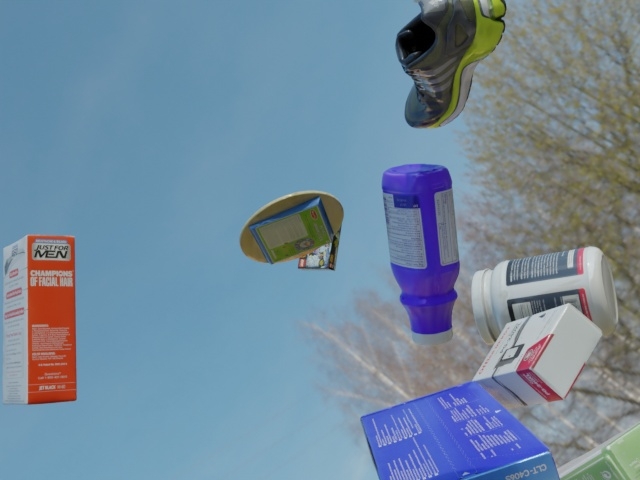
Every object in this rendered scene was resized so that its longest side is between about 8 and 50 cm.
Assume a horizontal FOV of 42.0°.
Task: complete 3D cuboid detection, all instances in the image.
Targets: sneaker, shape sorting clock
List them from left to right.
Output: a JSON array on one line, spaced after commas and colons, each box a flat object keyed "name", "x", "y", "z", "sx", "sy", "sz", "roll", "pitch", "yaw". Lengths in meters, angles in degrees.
[{"name": "shape sorting clock", "x": -0.054, "y": -0.025, "z": 1.565, "sx": 0.206, "sy": 0.040, "sz": 0.206, "roll": -14, "pitch": -32, "yaw": -9}, {"name": "sneaker", "x": 0.161, "y": -0.266, "z": 1.222, "sx": 0.121, "sy": 0.111, "sz": 0.300, "roll": -5, "pitch": -27, "yaw": -13}]

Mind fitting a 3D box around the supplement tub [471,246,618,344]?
[{"name": "supplement tub", "x": 0.481, "y": 0.125, "z": 1.789, "sx": 0.191, "sy": 0.272, "sz": 0.191, "roll": 33, "pitch": -129, "yaw": -55}]

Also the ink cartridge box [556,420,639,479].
[{"name": "ink cartridge box", "x": 0.281, "y": 0.282, "z": 0.943, "sx": 0.171, "sy": 0.056, "sz": 0.235, "roll": -8, "pitch": -31, "yaw": -50}]

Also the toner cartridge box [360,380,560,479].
[{"name": "toner cartridge box", "x": 0.144, "y": 0.248, "z": 0.942, "sx": 0.165, "sy": 0.075, "sz": 0.348, "roll": -19, "pitch": 2, "yaw": 0}]

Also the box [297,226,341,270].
[{"name": "box", "x": 0.000, "y": 0.000, "z": 1.870, "sx": 0.027, "sy": 0.094, "sz": 0.137, "roll": 20, "pitch": -107, "yaw": -45}]

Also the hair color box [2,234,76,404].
[{"name": "hair color box", "x": -0.290, "y": 0.083, "z": 0.860, "sx": 0.053, "sy": 0.093, "sz": 0.167, "roll": 2, "pitch": -100, "yaw": -35}]

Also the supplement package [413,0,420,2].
[{"name": "supplement package", "x": 0.227, "y": -0.471, "z": 1.343, "sx": 0.105, "sy": 0.105, "sz": 0.179, "roll": -42, "pitch": -35, "yaw": -47}]

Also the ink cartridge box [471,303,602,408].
[{"name": "ink cartridge box", "x": 0.276, "y": 0.153, "z": 1.082, "sx": 0.109, "sy": 0.063, "sz": 0.150, "roll": -52, "pitch": 6, "yaw": -25}]

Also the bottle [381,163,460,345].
[{"name": "bottle", "x": 0.163, "y": 0.023, "z": 1.317, "sx": 0.092, "sy": 0.118, "sz": 0.282, "roll": -14, "pitch": -77, "yaw": -27}]
